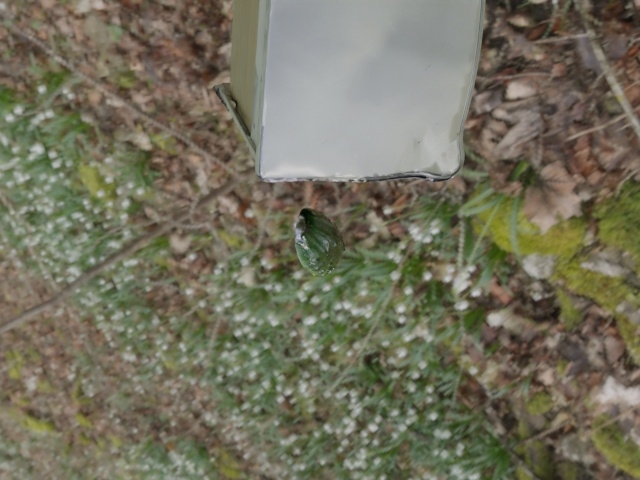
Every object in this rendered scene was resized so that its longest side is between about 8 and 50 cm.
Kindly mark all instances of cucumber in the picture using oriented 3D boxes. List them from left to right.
[{"bbox_3d":[0.000,0.000,1.127,0.035,0.107,0.067,10,77,19],"label":"cucumber"}]

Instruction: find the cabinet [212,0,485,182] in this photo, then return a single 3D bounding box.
[{"bbox_3d":[0.018,-0.252,1.125,0.318,0.228,0.289,-122,33,-62],"label":"cabinet"}]
